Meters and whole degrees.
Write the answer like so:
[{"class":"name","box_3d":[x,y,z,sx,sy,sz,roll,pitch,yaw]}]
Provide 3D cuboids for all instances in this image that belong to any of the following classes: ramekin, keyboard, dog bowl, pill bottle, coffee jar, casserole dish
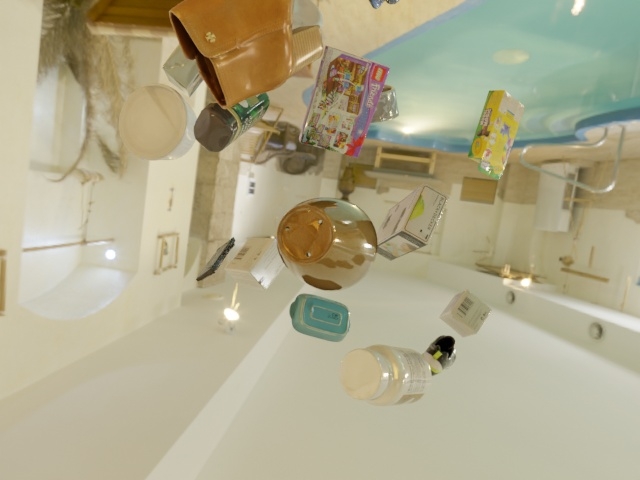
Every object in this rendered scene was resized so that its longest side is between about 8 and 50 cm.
[{"class":"ramekin","box_3d":[-0.571,-0.415,1.498,0.273,0.272,0.127,10,-177,14]},{"class":"keyboard","box_3d":[-0.303,0.051,1.251,0.023,0.108,0.180,47,-153,-17]},{"class":"dog bowl","box_3d":[0.137,-0.551,1.635,0.349,0.102,0.348,0,-152,0]},{"class":"pill bottle","box_3d":[-0.084,-0.530,1.110,0.117,0.117,0.215,6,159,-22]},{"class":"coffee jar","box_3d":[-0.184,-0.260,0.868,0.079,0.096,0.184,40,-138,-8]},{"class":"pill bottle","box_3d":[0.147,0.302,0.930,0.131,0.131,0.229,13,173,40]},{"class":"casserole dish","box_3d":[0.008,0.206,1.122,0.189,0.114,0.037,20,152,-22]}]

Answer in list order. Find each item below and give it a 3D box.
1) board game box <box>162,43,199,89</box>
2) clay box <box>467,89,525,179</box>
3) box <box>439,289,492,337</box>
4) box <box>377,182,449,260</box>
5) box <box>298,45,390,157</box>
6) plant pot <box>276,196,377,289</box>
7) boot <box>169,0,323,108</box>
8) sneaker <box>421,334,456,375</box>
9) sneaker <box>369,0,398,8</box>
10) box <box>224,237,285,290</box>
[{"class":"board game box","box_3d":[-0.407,-0.602,1.364,0.098,0.224,0.303,38,-178,-21]},{"class":"clay box","box_3d":[0.495,-0.295,1.177,0.128,0.221,0.053,13,-172,-38]},{"class":"box","box_3d":[0.447,0.227,1.282,0.102,0.101,0.087,41,157,5]},{"class":"box","box_3d":[0.268,-0.048,1.290,0.087,0.169,0.290,30,166,-4]},{"class":"box","box_3d":[0.069,-0.424,1.294,0.201,0.293,0.057,12,-155,-16]},{"class":"plant pot","box_3d":[0.000,0.000,0.931,0.237,0.236,0.254,9,177,13]},{"class":"boot","box_3d":[-0.116,-0.353,0.569,0.211,0.295,0.104,-36,-148,-27]},{"class":"sneaker","box_3d":[0.349,0.307,1.151,0.084,0.097,0.235,43,-157,19]},{"class":"sneaker","box_3d":[0.189,-0.727,1.177,0.087,0.083,0.221,-27,-167,47]},{"class":"box","box_3d":[-0.255,0.092,1.671,0.182,0.181,0.119,2,138,45]}]
